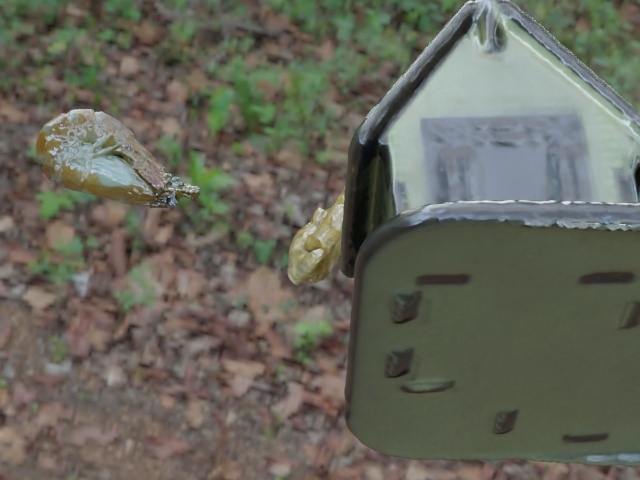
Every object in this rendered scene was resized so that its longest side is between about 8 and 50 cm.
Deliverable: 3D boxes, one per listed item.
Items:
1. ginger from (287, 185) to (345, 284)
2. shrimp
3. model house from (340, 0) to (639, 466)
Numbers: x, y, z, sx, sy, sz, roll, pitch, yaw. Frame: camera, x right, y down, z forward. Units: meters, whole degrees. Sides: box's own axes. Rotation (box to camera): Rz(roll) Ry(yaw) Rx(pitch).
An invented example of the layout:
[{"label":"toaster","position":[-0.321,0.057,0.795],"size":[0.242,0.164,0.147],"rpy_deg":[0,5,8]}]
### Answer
[{"label":"ginger","position":[0.000,0.000,1.537],"size":[0.052,0.193,0.176],"rpy_deg":[34,38,6]},{"label":"shrimp","position":[-0.216,-0.079,1.578],"size":[0.184,0.091,0.043],"rpy_deg":[25,6,-11]},{"label":"model house","position":[0.112,-0.050,0.771],"size":[0.205,0.218,0.278],"rpy_deg":[1,55,-2]}]
